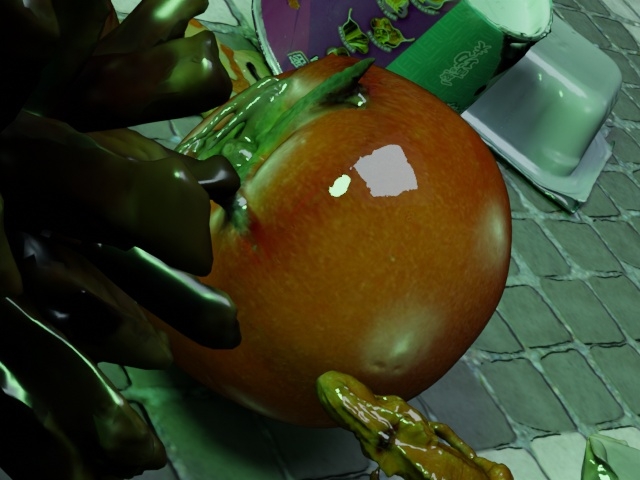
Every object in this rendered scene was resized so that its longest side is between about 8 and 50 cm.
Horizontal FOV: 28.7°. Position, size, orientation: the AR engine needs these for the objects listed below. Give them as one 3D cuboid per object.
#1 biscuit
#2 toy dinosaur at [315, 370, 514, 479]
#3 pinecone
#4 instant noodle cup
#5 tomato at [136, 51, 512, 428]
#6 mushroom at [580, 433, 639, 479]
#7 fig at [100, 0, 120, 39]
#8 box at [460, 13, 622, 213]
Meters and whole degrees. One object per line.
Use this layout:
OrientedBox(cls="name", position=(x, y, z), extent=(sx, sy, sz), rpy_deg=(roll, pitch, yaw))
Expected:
OrientedBox(cls="biscuit", position=(-0.109, -0.151, 1.123), extent=(0.234, 0.030, 0.153), rpy_deg=(6, 45, -38))
OrientedBox(cls="toy dinosaur", position=(0.134, 0.231, 0.785), extent=(0.432, 0.097, 0.208), rpy_deg=(54, 6, -9))
OrientedBox(cls="pinecone", position=(-0.207, -0.017, 0.498), extent=(0.397, 0.398, 0.398), rpy_deg=(25, 35, -18))
OrientedBox(cls="instant noodle cup", position=(0.089, -0.218, 1.187), extent=(0.251, 0.190, 0.251), rpy_deg=(28, 44, -31))
OrientedBox(cls="tomato", position=(0.000, 0.000, 0.831), extent=(0.224, 0.255, 0.256), rpy_deg=(41, 28, -27))
OrientedBox(cls="mushroom", position=(0.304, 0.282, 0.892), extent=(0.351, 0.109, 0.097), rpy_deg=(46, 6, 13))
OrientedBox(cls="fig", position=(-0.251, -0.150, 0.884), extent=(0.207, 0.175, 0.175), rpy_deg=(26, 31, 11))
OrientedBox(cls="box", position=(0.214, -0.209, 1.429), extent=(0.336, 0.106, 0.264), rpy_deg=(38, 33, 3))
